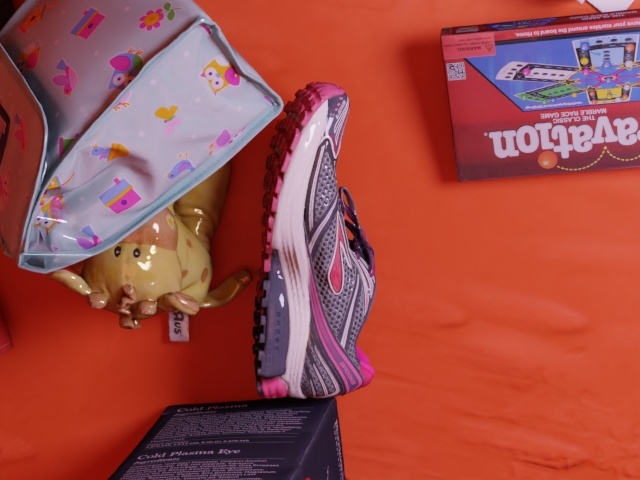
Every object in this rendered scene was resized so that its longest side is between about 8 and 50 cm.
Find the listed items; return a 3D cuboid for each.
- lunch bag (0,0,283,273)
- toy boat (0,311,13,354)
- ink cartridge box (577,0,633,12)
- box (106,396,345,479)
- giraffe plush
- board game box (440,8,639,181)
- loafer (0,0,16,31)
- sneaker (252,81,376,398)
[{"bbox_3d":[-0.203,-0.114,1.625,0.262,0.223,0.160,-42,132,1],"label":"lunch bag"},{"bbox_3d":[-0.454,0.110,1.765,0.318,0.267,0.148,-30,93,-18],"label":"toy boat"},{"bbox_3d":[0.222,-0.283,1.640,0.180,0.060,0.104,38,104,-1],"label":"ink cartridge box"},{"bbox_3d":[-0.074,0.347,1.687,0.178,0.312,0.343,-4,101,9],"label":"box"},{"bbox_3d":[-0.168,0.009,1.700,0.181,0.170,0.210,-17,96,13],"label":"giraffe plush"},{"bbox_3d":[0.255,-0.132,1.667,0.281,0.027,0.145,-5,116,10],"label":"board game box"},{"bbox_3d":[-0.333,-0.252,1.714,0.095,0.109,0.303,3,105,12],"label":"loafer"},{"bbox_3d":[0.000,0.000,1.714,0.112,0.121,0.299,2,109,-6],"label":"sneaker"}]
